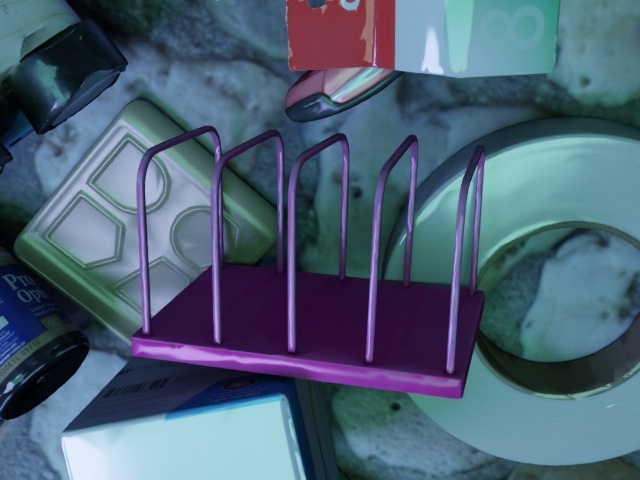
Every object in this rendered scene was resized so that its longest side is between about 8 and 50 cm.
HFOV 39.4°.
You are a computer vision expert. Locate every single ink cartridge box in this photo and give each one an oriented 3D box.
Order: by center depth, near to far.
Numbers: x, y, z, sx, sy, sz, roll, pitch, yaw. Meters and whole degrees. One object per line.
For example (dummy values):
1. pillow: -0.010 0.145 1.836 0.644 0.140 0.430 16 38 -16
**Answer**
1. ink cartridge box: 0.084 -0.225 0.726 0.224 0.056 0.181 -5 115 -7
2. ink cartridge box: -0.096 0.212 0.874 0.198 0.270 0.197 -11 98 5

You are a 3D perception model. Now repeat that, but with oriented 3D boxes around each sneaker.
1. sneaker: 0.070 -0.239 0.830 0.314 0.116 0.136 -40 95 11

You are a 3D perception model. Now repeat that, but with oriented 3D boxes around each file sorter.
1. file sorter: 0.000 0.000 0.814 0.290 0.202 0.182 5 108 14

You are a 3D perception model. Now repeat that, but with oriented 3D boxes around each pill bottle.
1. pill bottle: -0.360 0.073 0.949 0.219 0.123 0.123 45 111 9

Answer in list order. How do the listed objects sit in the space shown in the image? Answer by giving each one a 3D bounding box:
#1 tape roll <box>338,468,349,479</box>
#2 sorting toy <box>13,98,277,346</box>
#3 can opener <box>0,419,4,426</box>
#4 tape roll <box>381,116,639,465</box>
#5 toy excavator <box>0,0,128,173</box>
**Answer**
1. tape roll: -0.095 0.391 1.114 0.321 0.077 0.321 2 113 4
2. sorting toy: -0.151 0.022 0.985 0.307 0.041 0.229 40 106 -13
3. can opener: -0.426 0.205 1.074 0.280 0.074 0.093 -48 68 19
4. tape roll: 0.258 0.063 0.950 0.391 0.072 0.392 2 113 4
5. toy excavator: -0.446 -0.082 0.862 0.222 0.433 0.445 50 151 -10
